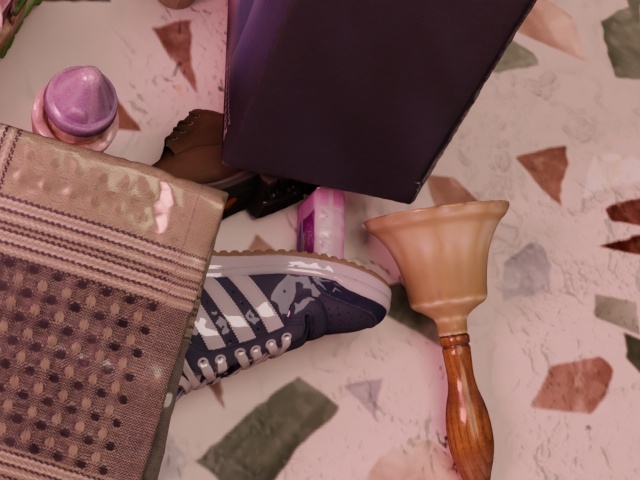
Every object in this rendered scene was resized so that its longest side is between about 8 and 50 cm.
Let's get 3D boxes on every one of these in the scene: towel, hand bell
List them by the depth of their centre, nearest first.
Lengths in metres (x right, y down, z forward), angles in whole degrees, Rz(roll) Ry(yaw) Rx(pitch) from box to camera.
[{"bbox_3d":[-0.252,0.069,0.863,0.324,0.056,0.312,18,92,-3],"label":"towel"},{"bbox_3d":[0.116,0.094,1.063,0.126,0.126,0.242,-6,86,-22],"label":"hand bell"}]

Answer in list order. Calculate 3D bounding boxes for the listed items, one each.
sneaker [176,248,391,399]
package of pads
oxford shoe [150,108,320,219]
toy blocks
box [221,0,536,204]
[{"bbox_3d":[-0.082,0.088,0.974,0.282,0.099,0.153,5,64,-11],"label":"sneaker"},{"bbox_3d":[0.000,0.000,1.066,0.032,0.050,0.083,8,68,-18],"label":"package of pads"},{"bbox_3d":[-0.111,-0.056,1.036,0.227,0.083,0.096,-18,69,-33],"label":"oxford shoe"},{"bbox_3d":[-0.239,-0.241,0.948,0.309,0.260,0.289,31,64,-8],"label":"toy blocks"},{"bbox_3d":[0.040,-0.240,0.996,0.182,0.294,0.296,10,50,-15],"label":"box"}]
